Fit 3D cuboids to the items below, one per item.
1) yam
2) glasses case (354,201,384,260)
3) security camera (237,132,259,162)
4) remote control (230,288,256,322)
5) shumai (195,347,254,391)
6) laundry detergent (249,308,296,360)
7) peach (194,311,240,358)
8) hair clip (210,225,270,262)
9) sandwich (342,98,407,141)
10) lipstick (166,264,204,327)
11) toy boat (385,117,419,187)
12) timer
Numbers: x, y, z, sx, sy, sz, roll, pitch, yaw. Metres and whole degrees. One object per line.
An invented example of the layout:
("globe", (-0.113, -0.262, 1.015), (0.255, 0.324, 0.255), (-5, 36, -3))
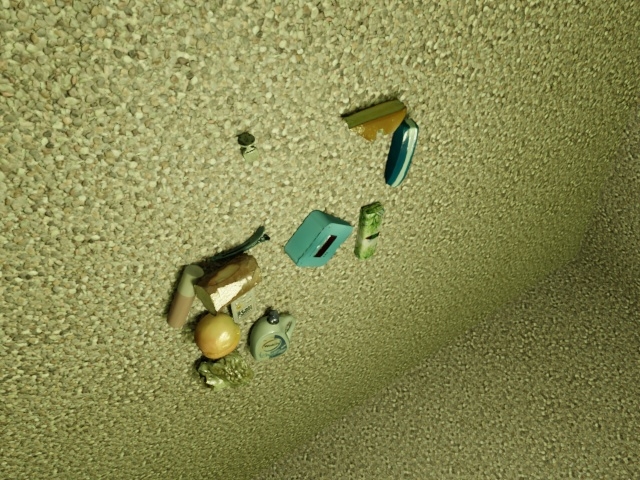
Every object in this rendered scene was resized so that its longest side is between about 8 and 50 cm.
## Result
("yam", (-0.318, 0.148, 1.600), (0.238, 0.128, 0.129), (-35, 154, -26))
("glasses case", (0.212, -0.036, 1.957), (0.095, 0.062, 0.273), (-19, 139, -22))
("security camera", (-0.221, -0.280, 1.385), (0.058, 0.058, 0.092), (-26, 153, -15))
("remote control", (-0.322, 0.208, 1.794), (0.109, 0.055, 0.313), (-31, 146, -27))
("shumai", (-0.424, 0.573, 1.972), (0.218, 0.189, 0.256), (-28, 136, -14))
("laundry detergent", (-0.212, 0.415, 2.047), (0.214, 0.105, 0.281), (-9, 132, -31))
("peach", (-0.415, 0.377, 1.793), (0.184, 0.184, 0.184), (-22, 139, -20))
("hair clip", (-0.293, 0.028, 1.642), (0.229, 0.039, 0.070), (-31, 143, -7))
("sandwich", (0.189, -0.403, 1.542), (0.244, 0.090, 0.089), (-23, 137, -18))
("lipstick", (-0.494, 0.205, 1.635), (0.070, 0.070, 0.255), (2, 127, -40))
("toy boat", (0.302, -0.320, 1.718), (0.061, 0.096, 0.300), (-9, 137, -17))
("timer", (0.000, 0.000, 1.839), (0.232, 0.091, 0.249), (-52, 152, 16))
